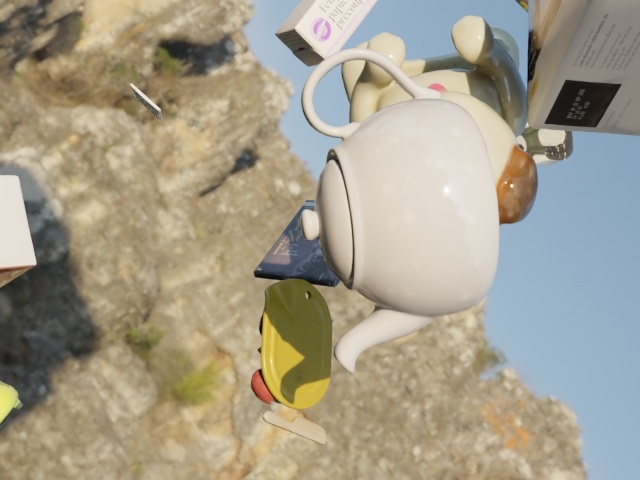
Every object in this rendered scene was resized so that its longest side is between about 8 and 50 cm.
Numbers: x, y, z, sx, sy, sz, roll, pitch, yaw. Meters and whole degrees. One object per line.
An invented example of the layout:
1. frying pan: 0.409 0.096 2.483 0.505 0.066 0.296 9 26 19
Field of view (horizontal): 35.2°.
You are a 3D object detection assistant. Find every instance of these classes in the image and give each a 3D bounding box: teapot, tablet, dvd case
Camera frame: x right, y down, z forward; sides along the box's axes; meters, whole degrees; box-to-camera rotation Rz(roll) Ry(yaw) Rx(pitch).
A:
1. teapot: 0.070 -0.035 1.082 0.253 0.187 0.256 93 -12 -48
2. tablet: -0.241 -0.190 1.394 0.054 0.006 0.083 42 -7 -3
3. dvd case: 0.000 0.000 1.815 0.164 0.221 0.018 5 -50 28

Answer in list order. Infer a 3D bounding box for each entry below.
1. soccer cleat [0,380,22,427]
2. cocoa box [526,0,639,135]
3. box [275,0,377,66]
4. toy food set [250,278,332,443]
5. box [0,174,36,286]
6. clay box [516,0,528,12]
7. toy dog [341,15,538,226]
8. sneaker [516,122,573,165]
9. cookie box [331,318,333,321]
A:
1. soccer cleat: -0.473 0.194 1.312 0.121 0.093 0.289 51 -21 -21
2. cocoa box: 0.401 -0.308 1.246 0.347 0.231 0.228 94 1 -69
3. box: 0.069 -0.358 1.255 0.063 0.324 0.067 41 -15 -22
4. toy food set: -0.052 0.163 1.381 0.128 0.218 0.071 21 -26 -41
5. box: -0.684 0.023 1.764 0.345 0.215 0.168 -26 -105 44
6. clay box: 0.392 -0.474 1.814 0.222 0.127 0.053 39 -34 -19
7. toy dog: 0.163 -0.125 1.456 0.408 0.284 0.396 -79 170 -74
8. sneaker: 0.408 -0.204 2.350 0.182 0.410 0.158 -18 -96 52
9. cookie box: -0.027 0.191 1.951 0.040 0.107 0.092 42 -17 11
